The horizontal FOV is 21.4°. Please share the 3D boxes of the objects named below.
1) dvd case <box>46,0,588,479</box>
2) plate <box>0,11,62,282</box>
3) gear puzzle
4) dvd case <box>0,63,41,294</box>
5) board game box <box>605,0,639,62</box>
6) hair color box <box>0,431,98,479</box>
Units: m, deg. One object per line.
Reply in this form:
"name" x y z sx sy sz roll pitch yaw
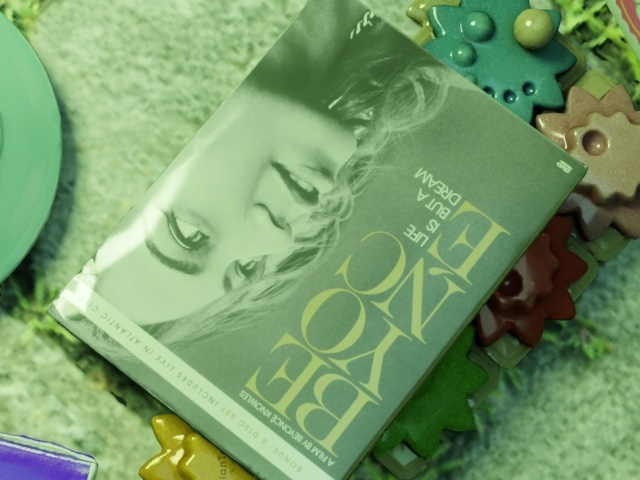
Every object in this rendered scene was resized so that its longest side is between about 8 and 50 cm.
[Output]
"dvd case" 0.000 0.000 0.828 0.164 0.018 0.221 37 78 9
"plate" -0.219 -0.049 0.821 0.188 0.024 0.188 2 78 -8
"gear puzzle" 0.033 0.014 0.854 0.175 0.044 0.339 44 75 1
"dvd case" -0.192 -0.036 0.843 0.087 0.013 0.119 10 78 -7
"board game box" 0.295 -0.182 0.902 0.303 0.097 0.224 -27 83 -17
"hair color box" -0.184 0.249 0.699 0.110 0.185 0.339 13 76 -7
